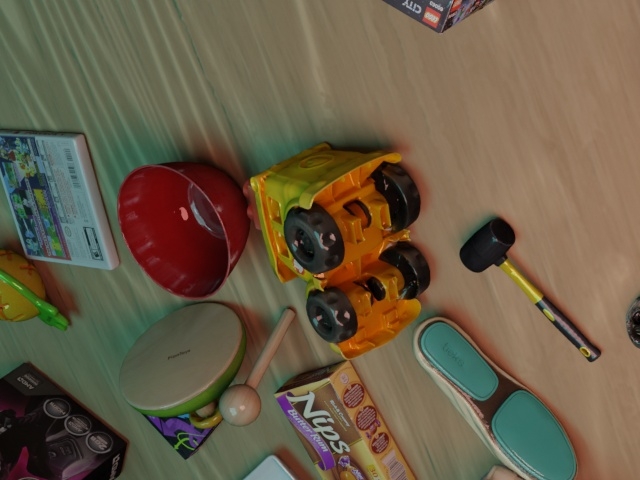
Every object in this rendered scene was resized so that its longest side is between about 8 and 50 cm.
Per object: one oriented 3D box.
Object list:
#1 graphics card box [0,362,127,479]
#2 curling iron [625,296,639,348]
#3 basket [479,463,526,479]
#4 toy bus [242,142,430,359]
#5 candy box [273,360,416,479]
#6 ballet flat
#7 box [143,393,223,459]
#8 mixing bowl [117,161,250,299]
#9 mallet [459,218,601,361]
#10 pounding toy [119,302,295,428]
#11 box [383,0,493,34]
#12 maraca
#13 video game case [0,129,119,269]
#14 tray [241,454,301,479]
[{"bbox_3d":[-0.499,0.362,1.886,0.233,0.371,0.094,34,132,19],"label":"graphics card box"},{"bbox_3d":[0.425,0.100,1.230,0.274,0.035,0.068,12,122,34],"label":"curling iron"},{"bbox_3d":[0.240,0.424,1.449,0.255,0.201,0.288,22,123,19],"label":"basket"},{"bbox_3d":[0.000,0.000,1.448,0.211,0.149,0.220,18,129,46],"label":"toy bus"},{"bbox_3d":[0.032,0.254,1.623,0.109,0.053,0.186,-21,102,44],"label":"candy box"},{"bbox_3d":[0.195,0.189,1.448,0.248,0.086,0.086,50,135,6],"label":"ballet flat"},{"bbox_3d":[-0.195,0.232,1.807,0.116,0.029,0.162,45,132,8],"label":"box"},{"bbox_3d":[-0.156,-0.028,1.574,0.181,0.098,0.181,19,125,29],"label":"mixing bowl"},{"bbox_3d":[0.227,0.063,1.371,0.189,0.039,0.062,51,134,-3],"label":"mallet"},{"bbox_3d":[-0.140,0.184,1.656,0.237,0.183,0.110,-1,136,35],"label":"pounding toy"},{"bbox_3d":[0.066,-0.293,1.200,0.233,0.159,0.044,34,131,18],"label":"box"},{"bbox_3d":[-0.455,0.077,1.877,0.186,0.099,0.127,35,163,-5],"label":"maraca"},{"bbox_3d":[-0.379,-0.059,1.788,0.183,0.023,0.201,6,119,36],"label":"video game case"},{"bbox_3d":[-0.004,0.423,1.766,0.270,0.030,0.145,48,135,6],"label":"tray"}]
